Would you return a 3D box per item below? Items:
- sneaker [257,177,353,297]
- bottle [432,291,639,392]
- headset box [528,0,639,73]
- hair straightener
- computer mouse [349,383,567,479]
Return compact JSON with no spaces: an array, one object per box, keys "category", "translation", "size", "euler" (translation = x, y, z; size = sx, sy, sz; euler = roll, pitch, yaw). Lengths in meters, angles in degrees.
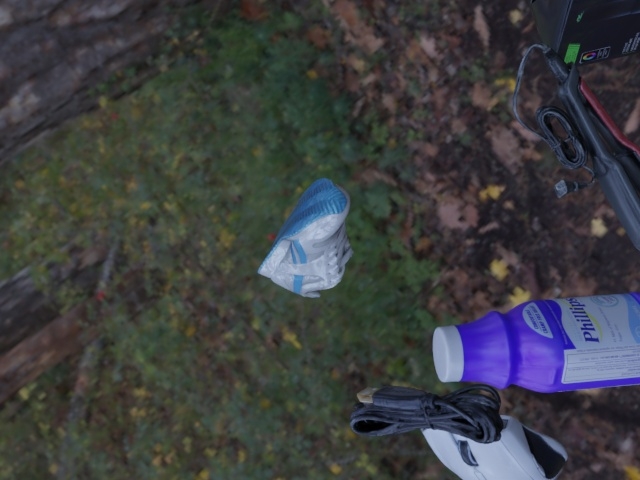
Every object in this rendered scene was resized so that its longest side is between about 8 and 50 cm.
[{"category":"sneaker","translation":[0.000,0.000,1.323],"size":[0.092,0.087,0.229],"euler":[30,154,-5]},{"category":"bottle","translation":[0.279,0.125,1.317],"size":[0.118,0.283,0.092],"euler":[-106,15,-55]},{"category":"headset box","translation":[0.361,-0.313,1.176],"size":[0.246,0.283,0.131],"euler":[79,179,-72]},{"category":"hair straightener","translation":[0.249,-0.079,1.009],"size":[0.230,0.089,0.047],"euler":[54,162,-14]},{"category":"computer mouse","translation":[0.104,0.135,0.705],"size":[0.106,0.042,0.193],"euler":[-7,154,35]}]
